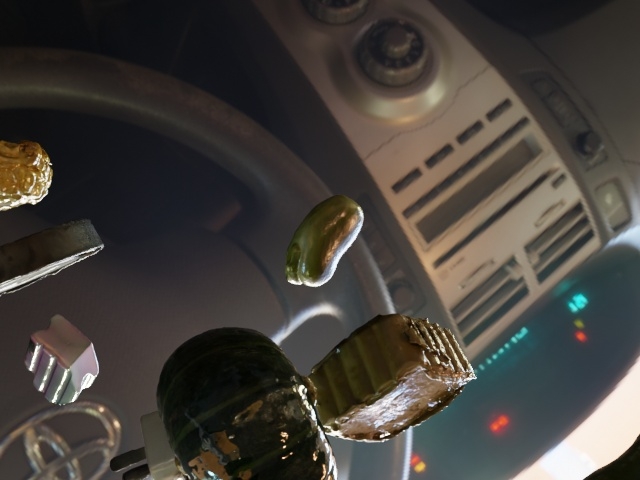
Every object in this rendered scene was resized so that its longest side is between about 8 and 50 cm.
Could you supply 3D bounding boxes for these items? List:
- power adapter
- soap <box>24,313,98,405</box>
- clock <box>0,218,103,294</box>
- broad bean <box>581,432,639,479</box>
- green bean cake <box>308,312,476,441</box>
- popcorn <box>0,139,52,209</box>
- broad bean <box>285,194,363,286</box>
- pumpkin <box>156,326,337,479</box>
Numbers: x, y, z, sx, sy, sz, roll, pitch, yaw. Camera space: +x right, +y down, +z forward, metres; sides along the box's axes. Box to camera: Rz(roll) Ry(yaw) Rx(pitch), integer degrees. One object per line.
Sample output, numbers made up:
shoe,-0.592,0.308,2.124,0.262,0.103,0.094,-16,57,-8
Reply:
power adapter,-0.252,0.359,1.269,0.204,0.125,0.130,-21,143,-3
soap,-0.739,0.358,2.126,0.109,0.193,0.324,-47,179,-39
clock,-0.550,0.050,1.331,0.325,0.067,0.325,-24,-177,1
broad bean,0.268,0.126,0.528,0.318,0.098,0.056,-42,120,-29
green bean cake,0.117,0.228,1.245,0.229,0.131,0.224,-41,142,22
popcorn,-0.798,-0.166,1.855,0.250,0.190,0.250,-11,162,-3
broad bean,0.000,0.000,1.281,0.124,0.082,0.175,23,95,-57
pumpkin,-0.095,0.253,0.987,0.207,0.300,0.300,-27,154,-16
